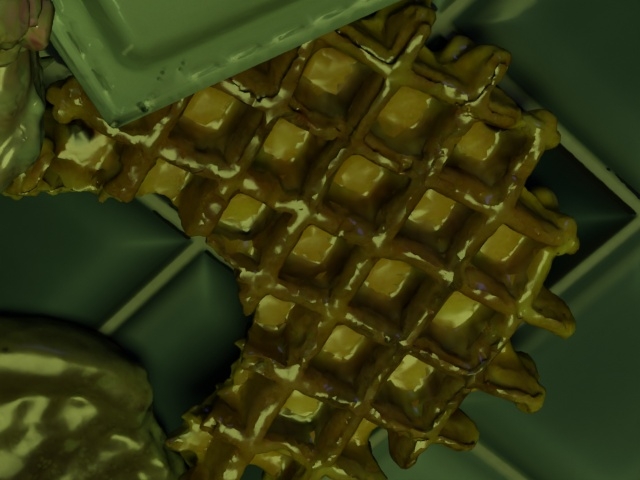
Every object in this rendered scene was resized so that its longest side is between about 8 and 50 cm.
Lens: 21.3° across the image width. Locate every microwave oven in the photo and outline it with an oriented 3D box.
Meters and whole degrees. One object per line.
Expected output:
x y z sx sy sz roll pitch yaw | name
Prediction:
-0.021 -0.164 0.687 0.208 0.162 0.122 -23 122 13 | microwave oven

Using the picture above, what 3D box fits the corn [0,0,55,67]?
-0.168 -0.207 0.578 0.126 0.126 0.335 -18 86 5 | corn

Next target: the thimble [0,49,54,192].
-0.234 -0.097 0.713 0.229 0.148 0.196 -9 122 -5 | thimble

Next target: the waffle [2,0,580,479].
0.000 0.000 0.854 0.259 0.069 0.293 -21 121 3 | waffle

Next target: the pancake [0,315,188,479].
-0.170 0.145 0.938 0.222 0.042 0.236 -5 125 -8 | pancake
